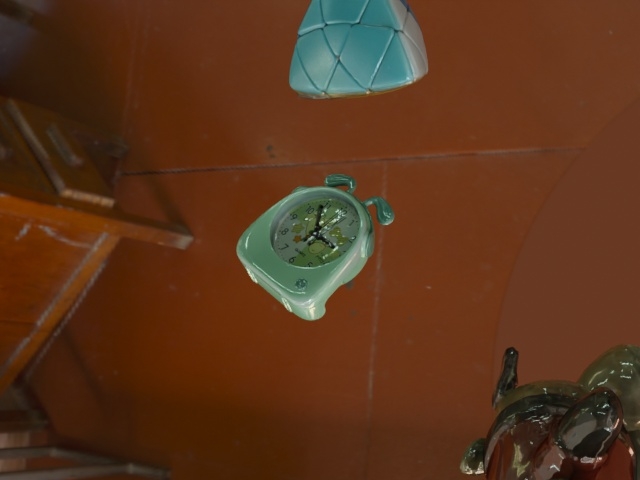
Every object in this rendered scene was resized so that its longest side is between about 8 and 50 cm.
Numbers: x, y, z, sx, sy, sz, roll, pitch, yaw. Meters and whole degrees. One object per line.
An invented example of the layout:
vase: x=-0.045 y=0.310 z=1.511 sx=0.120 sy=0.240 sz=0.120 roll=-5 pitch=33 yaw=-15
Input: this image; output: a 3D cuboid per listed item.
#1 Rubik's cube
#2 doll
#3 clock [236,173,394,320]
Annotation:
Rubik's cube: x=0.078 y=-0.327 z=1.338 sx=0.254 sy=0.254 sz=0.254 roll=-7 pitch=78 yaw=32
doll: x=0.177 y=0.215 z=0.615 sx=0.174 sy=0.330 sz=0.235 roll=-1 pitch=120 yaw=16
clock: x=0.000 y=-0.001 z=1.110 sx=0.188 sy=0.060 sz=0.148 roll=-42 pitch=56 yaw=-13
